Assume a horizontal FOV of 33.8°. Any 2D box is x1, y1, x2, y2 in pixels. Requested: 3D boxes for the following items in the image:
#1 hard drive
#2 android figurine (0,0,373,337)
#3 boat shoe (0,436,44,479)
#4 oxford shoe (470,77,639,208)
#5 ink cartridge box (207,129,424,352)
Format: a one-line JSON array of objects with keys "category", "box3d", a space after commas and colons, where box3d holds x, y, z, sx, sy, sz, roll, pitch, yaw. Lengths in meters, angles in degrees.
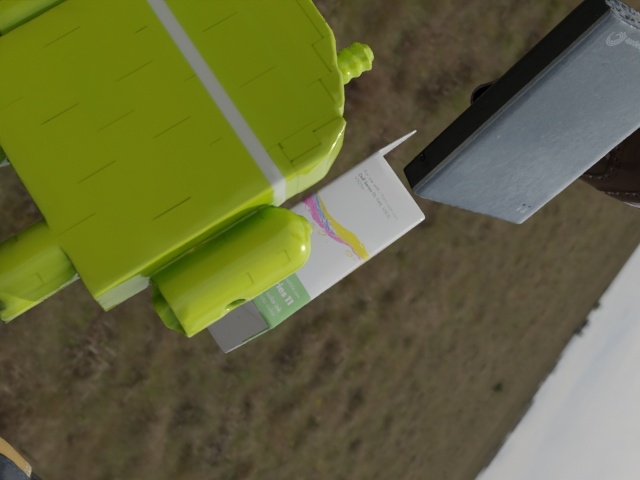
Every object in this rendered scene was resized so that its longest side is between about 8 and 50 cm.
[{"category": "hard drive", "box3d": [0.120, -0.063, 0.539, 0.094, 0.022, 0.135, 12, 136, -42]}, {"category": "android figurine", "box3d": [-0.099, -0.073, 0.626, 0.272, 0.248, 0.056, -33, 168, -12]}, {"category": "boat shoe", "box3d": [-0.309, 0.368, 0.729, 0.186, 0.156, 0.500, -33, -151, 46]}, {"category": "oxford shoe", "box3d": [0.225, -0.080, 0.856, 0.098, 0.271, 0.097, 2, 105, -29]}, {"category": "ink cartridge box", "box3d": [0.000, 0.000, 1.462, 0.353, 0.119, 0.207, -35, -179, -27]}]
